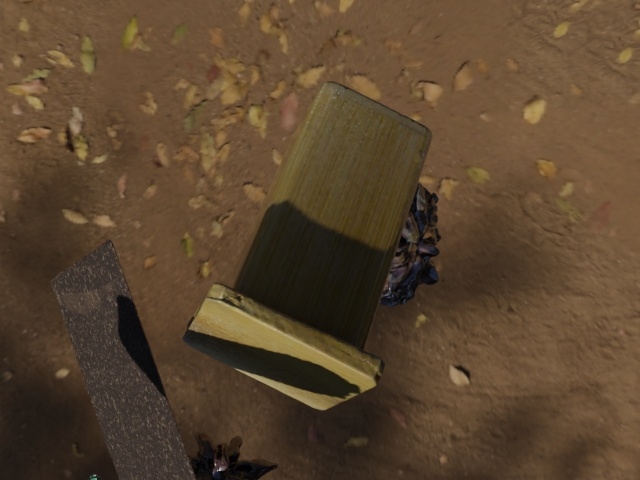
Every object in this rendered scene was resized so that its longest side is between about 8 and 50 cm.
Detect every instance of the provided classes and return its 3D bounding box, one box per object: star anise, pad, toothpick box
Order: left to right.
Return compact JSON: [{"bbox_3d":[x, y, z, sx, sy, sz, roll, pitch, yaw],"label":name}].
[{"bbox_3d":[-0.241,0.179,0.957,0.004,0.220,0.330,-18,86,-39],"label":"pad"},{"bbox_3d":[-0.204,0.494,1.642,0.272,0.272,0.103,14,129,-1],"label":"star anise"},{"bbox_3d":[0.000,0.000,0.879,0.190,0.187,0.308,25,64,-6],"label":"toothpick box"},{"bbox_3d":[0.143,0.003,1.291,0.109,0.236,0.223,8,86,27],"label":"star anise"}]

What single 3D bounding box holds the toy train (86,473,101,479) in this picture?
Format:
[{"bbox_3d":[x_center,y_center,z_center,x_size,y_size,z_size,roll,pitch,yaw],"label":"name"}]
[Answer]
[{"bbox_3d":[-0.411,0.467,1.409,0.029,0.045,0.092,7,77,1],"label":"toy train"}]
